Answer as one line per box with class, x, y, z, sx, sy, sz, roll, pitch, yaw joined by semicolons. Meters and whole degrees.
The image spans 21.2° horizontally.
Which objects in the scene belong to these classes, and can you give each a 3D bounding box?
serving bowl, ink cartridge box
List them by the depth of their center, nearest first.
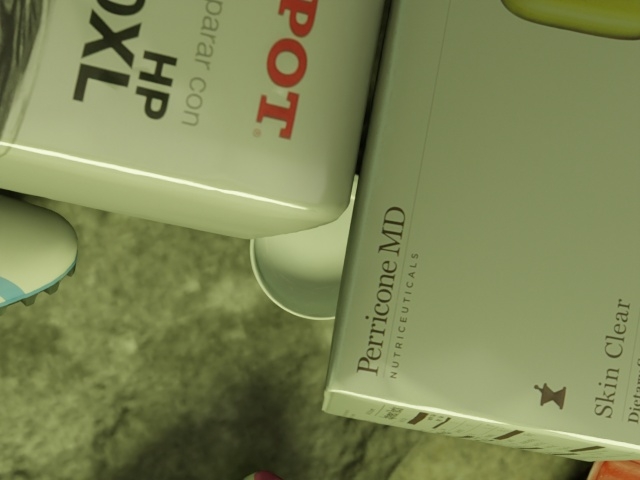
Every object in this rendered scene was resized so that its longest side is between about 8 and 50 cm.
ink cartridge box;-0.165;-0.179;0.755;0.395;0.166;0.285;12;85;-16
serving bowl;0.000;0.000;0.933;0.083;0.027;0.083;-3;102;-13

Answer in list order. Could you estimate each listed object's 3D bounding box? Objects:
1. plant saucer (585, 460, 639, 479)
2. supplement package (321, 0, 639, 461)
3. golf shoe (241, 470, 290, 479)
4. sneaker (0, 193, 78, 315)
plant saucer;0.222;0.270;1.035;0.258;0.048;0.259;20;97;-17
supplement package;0.093;-0.039;0.787;0.145;0.204;0.262;10;82;1
golf shoe;-0.037;0.282;0.954;0.140;0.115;0.306;-16;99;1
sneaker;-0.234;-0.018;0.839;0.237;0.085;0.086;10;123;-14
